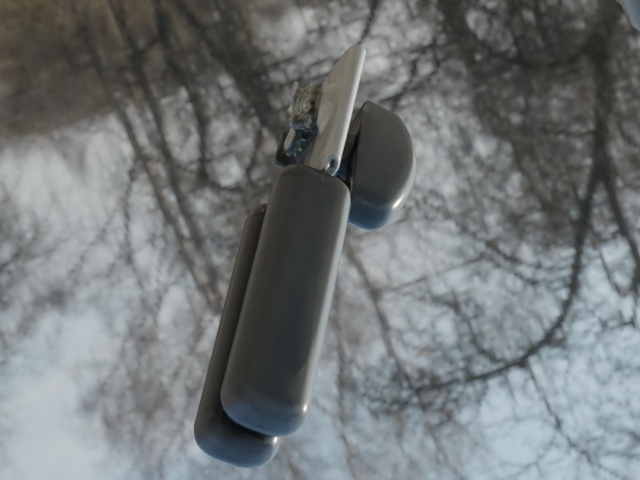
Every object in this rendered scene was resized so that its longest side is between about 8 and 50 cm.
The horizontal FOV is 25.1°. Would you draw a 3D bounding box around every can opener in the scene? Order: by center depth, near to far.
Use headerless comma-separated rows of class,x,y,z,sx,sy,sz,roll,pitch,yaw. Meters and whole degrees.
can opener,0.000,0.000,0.789,0.074,0.093,0.280,-55,-167,46

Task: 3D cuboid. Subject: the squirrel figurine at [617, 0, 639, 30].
squirrel figurine,0.265,-0.231,0.501,0.397,0.281,0.370,10,-112,51
